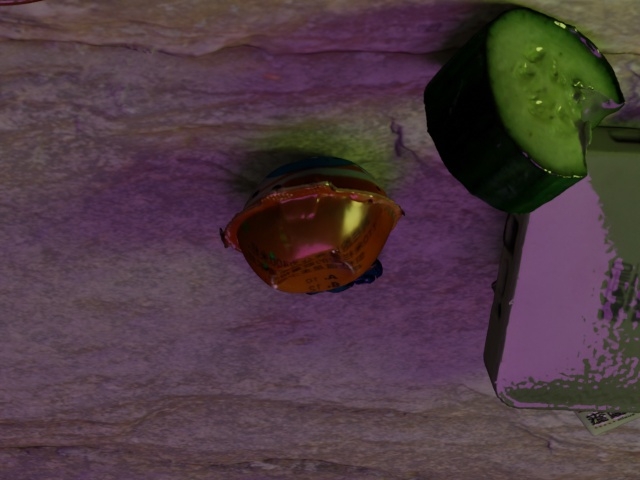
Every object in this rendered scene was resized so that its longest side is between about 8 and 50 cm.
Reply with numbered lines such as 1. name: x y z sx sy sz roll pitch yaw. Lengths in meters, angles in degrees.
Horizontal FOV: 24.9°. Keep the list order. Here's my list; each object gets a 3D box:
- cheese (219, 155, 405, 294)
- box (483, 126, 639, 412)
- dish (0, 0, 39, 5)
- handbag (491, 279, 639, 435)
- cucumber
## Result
1. cheese: 0.000 0.000 1.738 0.217 0.129 0.329 -11 158 9
2. box: 0.397 0.042 1.735 0.373 0.090 0.367 4 120 -6
3. dish: -0.297 -0.321 1.259 0.260 0.085 0.260 -2 147 -2
4. handbag: 0.360 0.103 1.904 0.171 0.151 0.298 -25 128 19
5. cucumber: 0.202 -0.134 1.486 0.191 0.191 0.130 14 144 -22
